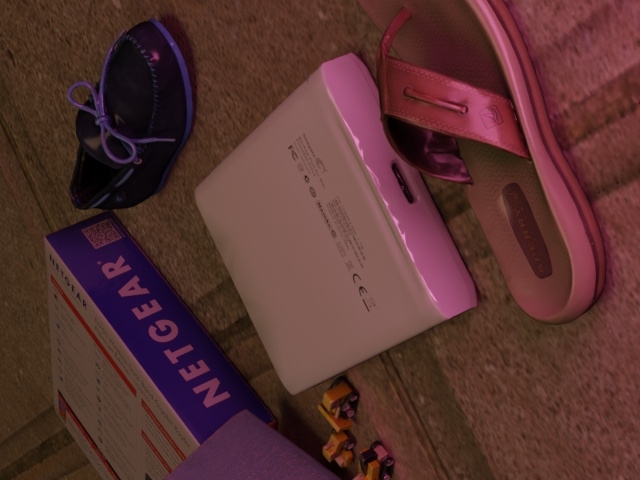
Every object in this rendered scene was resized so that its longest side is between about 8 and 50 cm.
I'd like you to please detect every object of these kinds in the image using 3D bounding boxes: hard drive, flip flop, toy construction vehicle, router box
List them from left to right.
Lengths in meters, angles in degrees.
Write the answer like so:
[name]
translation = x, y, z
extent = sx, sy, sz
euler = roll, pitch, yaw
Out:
[router box]
translation = -0.177, 0.187, 1.704
extent = 0.335, 0.082, 0.301
euler = 49, 149, 32
[hard drive]
translation = 0.000, 0.000, 1.263
extent = 0.203, 0.040, 0.307
euler = 64, 154, 5
[toy construction vehicle]
translation = 0.023, 0.179, 1.373
extent = 0.086, 0.035, 0.098
euler = 51, 150, 29
[flip flop]
translation = 0.085, -0.068, 1.001
extent = 0.277, 0.080, 0.112
euler = 66, 154, 1

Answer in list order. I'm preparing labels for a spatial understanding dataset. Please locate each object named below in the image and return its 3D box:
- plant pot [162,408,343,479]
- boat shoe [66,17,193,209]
[plant pot]
translation = -0.042, 0.354, 1.423
extent = 0.252, 0.248, 0.247
euler = 25, 135, 29
[boat shoe]
translation = -0.179, -0.095, 1.466
extent = 0.109, 0.089, 0.258
euler = 54, 151, 24
